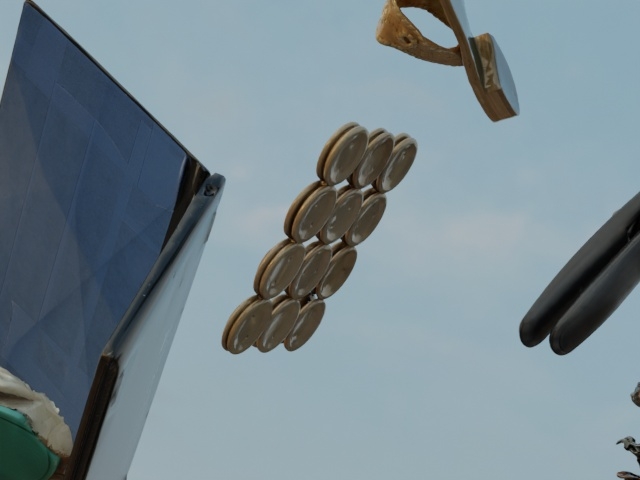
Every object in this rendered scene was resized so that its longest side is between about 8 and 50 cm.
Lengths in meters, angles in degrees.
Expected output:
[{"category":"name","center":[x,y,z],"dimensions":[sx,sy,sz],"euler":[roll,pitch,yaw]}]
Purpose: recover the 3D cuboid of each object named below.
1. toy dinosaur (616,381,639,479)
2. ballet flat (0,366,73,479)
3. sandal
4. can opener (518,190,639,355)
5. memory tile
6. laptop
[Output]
[{"category":"toy dinosaur","center":[0.317,0.220,1.494],"dimensions":[0.164,0.322,0.218],"euler":[34,-72,-12]},{"category":"ballet flat","center":[-0.376,0.130,1.451],"dimensions":[0.409,0.147,0.147],"euler":[-6,-29,18]},{"category":"sandal","center":[0.085,-0.165,1.465],"dimensions":[0.079,0.088,0.240],"euler":[-17,-39,16]},{"category":"can opener","center":[0.186,0.003,1.130],"dimensions":[0.073,0.186,0.059],"euler":[55,-21,-23]},{"category":"memory tile","center":[0.000,0.000,1.039],"dimensions":[0.012,0.148,0.113],"euler":[34,13,21]},{"category":"laptop","center":[-0.247,0.082,1.508],"dimensions":[0.236,0.408,0.382],"euler":[22,-56,2]}]
